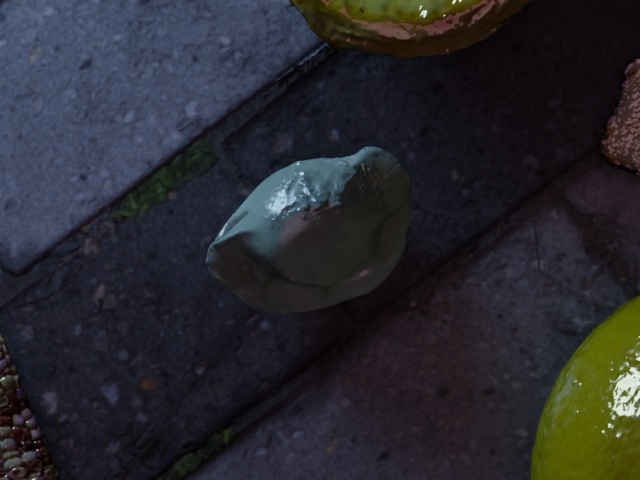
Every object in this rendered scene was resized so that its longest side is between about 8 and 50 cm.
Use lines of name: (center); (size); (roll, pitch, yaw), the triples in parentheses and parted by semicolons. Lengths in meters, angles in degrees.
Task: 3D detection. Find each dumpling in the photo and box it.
dumpling: (-0.004, -0.004, 1.743); (0.219, 0.108, 0.153); (-31, 90, 5)

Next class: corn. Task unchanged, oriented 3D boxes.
corn: (-0.317, 0.199, 1.772); (0.092, 0.092, 0.280); (-17, 89, 2)

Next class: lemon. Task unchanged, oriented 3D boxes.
lemon: (0.364, 0.194, 1.630); (0.364, 0.364, 0.364); (0, 92, 2)

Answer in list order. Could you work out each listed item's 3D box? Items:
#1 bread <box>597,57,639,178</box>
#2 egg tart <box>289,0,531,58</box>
bread: (0.348, -0.117, 1.762); (0.126, 0.044, 0.129); (17, 95, 9)
egg tart: (0.087, -0.326, 1.725); (0.315, 0.120, 0.315); (0, 92, 4)
